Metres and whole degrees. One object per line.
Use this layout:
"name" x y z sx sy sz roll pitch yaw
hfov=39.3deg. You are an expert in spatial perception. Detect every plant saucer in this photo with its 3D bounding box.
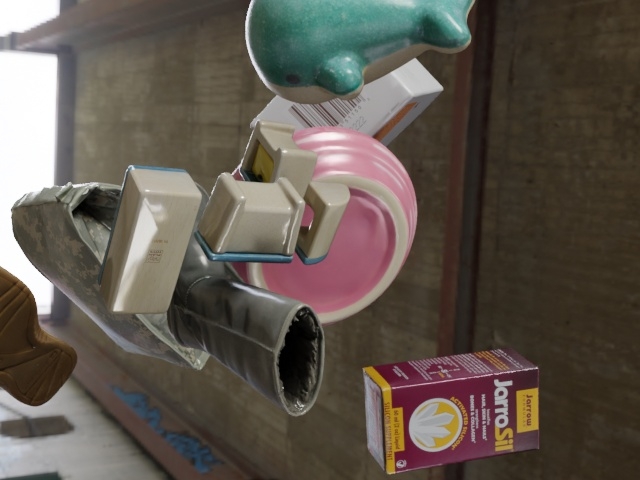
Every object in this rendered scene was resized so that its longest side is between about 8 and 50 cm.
"plant saucer" 0.000 0.000 1.321 0.084 0.332 0.332 -127 -135 -55

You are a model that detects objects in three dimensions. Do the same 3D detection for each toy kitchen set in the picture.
"toy kitchen set" -0.101 -0.030 0.817 0.166 0.207 0.122 54 -49 46

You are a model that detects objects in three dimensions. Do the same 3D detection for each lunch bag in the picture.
"lunch bag" -0.269 0.022 1.215 0.235 0.287 0.169 1 -131 54

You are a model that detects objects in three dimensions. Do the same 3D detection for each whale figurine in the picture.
"whale figurine" 0.039 -0.263 1.047 0.272 0.141 0.216 -3 -127 23

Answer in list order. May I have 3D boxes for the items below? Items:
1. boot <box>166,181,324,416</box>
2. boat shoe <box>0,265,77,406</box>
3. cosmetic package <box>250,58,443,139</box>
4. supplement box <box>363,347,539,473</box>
"boot" -0.080 0.045 0.822 0.208 0.076 0.189 19 -59 59
"boat shoe" -0.406 0.096 1.075 0.123 0.123 0.342 33 -17 19
"cosmetic package" 0.066 -0.242 1.601 0.161 0.453 0.230 46 -72 2
"supplement box" 0.151 0.194 1.035 0.081 0.188 0.104 -143 -132 -74
